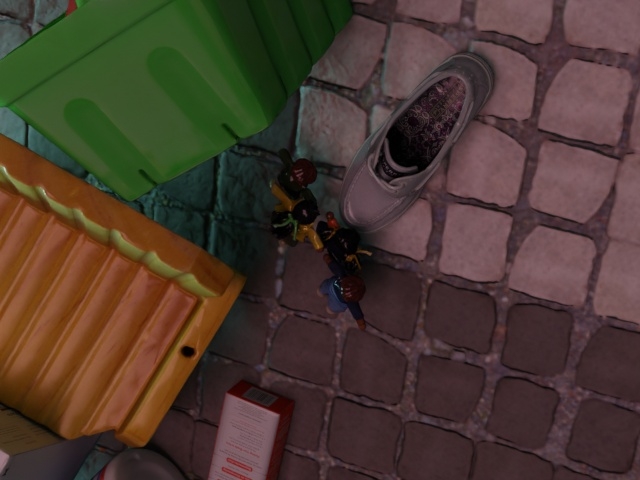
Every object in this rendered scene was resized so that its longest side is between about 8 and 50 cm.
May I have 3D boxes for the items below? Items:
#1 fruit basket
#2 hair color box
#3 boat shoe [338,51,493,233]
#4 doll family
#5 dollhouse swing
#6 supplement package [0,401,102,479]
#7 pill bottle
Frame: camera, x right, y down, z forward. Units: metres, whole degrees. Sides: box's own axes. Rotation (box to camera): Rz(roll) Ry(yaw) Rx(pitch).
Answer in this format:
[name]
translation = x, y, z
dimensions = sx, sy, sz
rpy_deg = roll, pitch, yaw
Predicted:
[fruit basket]
translation = -0.148, -0.277, 1.053
dimensions = 0.283, 0.392, 0.392
rpy_deg = -25, 94, 28
[hair color box]
translation = -0.081, 0.238, 1.363
dimensions = 0.072, 0.043, 0.141
rpy_deg = 20, 111, 17
[boat shoe]
translation = 0.080, -0.089, 1.170
dimensions = 0.079, 0.081, 0.227
rpy_deg = 42, 120, 7
[doll family]
translation = 0.000, 0.000, 1.207
dimensions = 0.193, 0.076, 0.111
rpy_deg = 50, 161, -3
[dollhouse swing]
translation = -0.281, 0.061, 1.183
dimensions = 0.347, 0.305, 0.315
rpy_deg = 31, 97, -8
[supplement package]
translation = -0.399, 0.273, 1.359
dimensions = 0.145, 0.262, 0.204
rpy_deg = 32, 94, 12
[pill bottle]
translation = -0.261, 0.356, 1.431
dimensions = 0.124, 0.124, 0.221
rpy_deg = 49, 117, 4
